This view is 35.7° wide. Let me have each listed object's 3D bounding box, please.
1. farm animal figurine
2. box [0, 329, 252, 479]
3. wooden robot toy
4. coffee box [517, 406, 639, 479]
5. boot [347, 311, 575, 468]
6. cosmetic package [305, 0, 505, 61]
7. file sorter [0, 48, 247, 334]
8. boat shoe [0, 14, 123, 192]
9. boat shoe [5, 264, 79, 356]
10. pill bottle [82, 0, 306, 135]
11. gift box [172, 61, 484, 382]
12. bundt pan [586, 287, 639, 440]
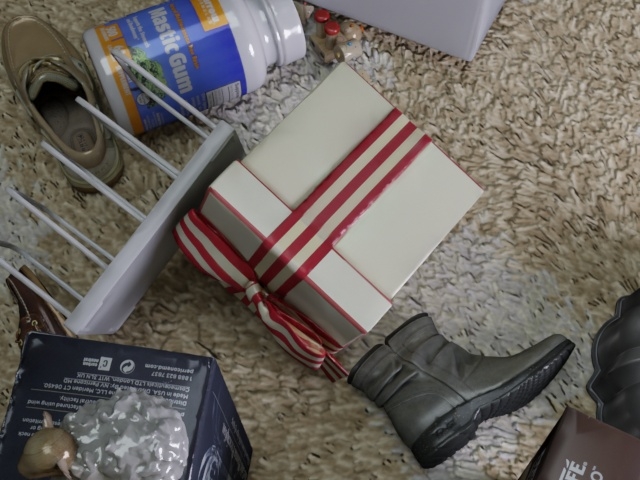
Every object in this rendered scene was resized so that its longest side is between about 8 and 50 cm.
[{"bbox_3d":[-0.255,0.268,0.688,0.327,0.172,0.330,-6,64,1],"label":"farm animal figurine"},{"bbox_3d":[-0.191,0.299,0.957,0.179,0.343,0.312,8,65,6],"label":"box"},{"bbox_3d":[0.033,-0.285,1.394,0.079,0.076,0.173,-27,66,-23],"label":"wooden robot toy"},{"bbox_3d":[0.236,0.298,0.973,0.119,0.297,0.168,25,67,13],"label":"coffee box"},{"bbox_3d":[0.165,0.140,1.177,0.247,0.083,0.161,-31,61,-15],"label":"boot"},{"bbox_3d":[0.056,-0.452,1.408,0.453,0.161,0.230,23,58,13],"label":"cosmetic package"},{"bbox_3d":[-0.241,-0.051,1.157,0.173,0.193,0.277,36,86,4],"label":"file sorter"},{"bbox_3d":[-0.357,-0.206,1.343,0.109,0.098,0.302,-25,66,-11],"label":"boat shoe"},{"bbox_3d":[-0.328,0.121,1.196,0.073,0.073,0.207,-34,68,-17],"label":"boat shoe"},{"bbox_3d":[-0.165,-0.253,1.333,0.272,0.152,0.152,-22,65,-9],"label":"pill bottle"},{"bbox_3d":[0.000,0.000,1.159,0.255,0.276,0.258,41,67,5],"label":"gift box"},{"bbox_3d":[0.482,0.156,1.136,0.331,0.124,0.330,-1,63,1],"label":"bundt pan"}]
